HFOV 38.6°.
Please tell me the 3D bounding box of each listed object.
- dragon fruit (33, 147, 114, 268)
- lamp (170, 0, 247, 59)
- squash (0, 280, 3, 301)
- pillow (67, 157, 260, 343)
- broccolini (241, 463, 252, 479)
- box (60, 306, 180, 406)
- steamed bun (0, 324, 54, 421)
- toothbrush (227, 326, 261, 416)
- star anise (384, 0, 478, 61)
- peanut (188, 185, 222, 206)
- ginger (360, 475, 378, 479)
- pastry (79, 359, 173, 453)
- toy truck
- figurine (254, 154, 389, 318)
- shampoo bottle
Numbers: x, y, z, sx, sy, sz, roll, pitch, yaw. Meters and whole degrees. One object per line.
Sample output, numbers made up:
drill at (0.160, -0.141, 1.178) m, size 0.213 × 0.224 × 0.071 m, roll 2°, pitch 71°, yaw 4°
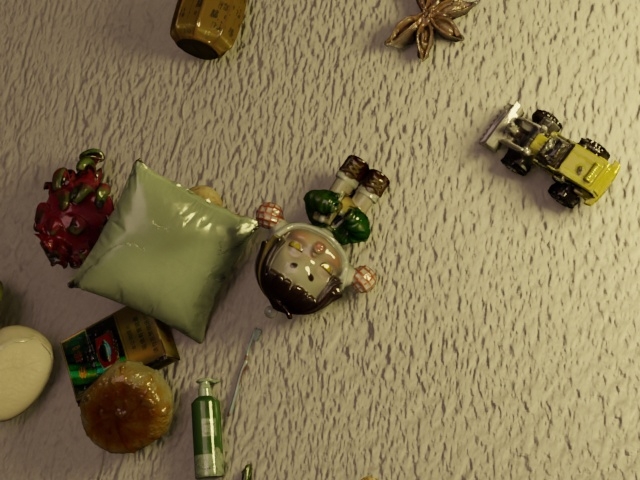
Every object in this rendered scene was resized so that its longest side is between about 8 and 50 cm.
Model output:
dragon fruit at (-0.563, -0.072, 2.096) m, size 0.198 × 0.218 × 0.272 m, roll -12°, pitch 58°, yaw -21°
lamp at (-0.260, -0.527, 2.132) m, size 0.161 × 0.161 × 0.185 m, roll 8°, pitch 75°, yaw 24°
squash at (-0.826, 0.191, 2.126) m, size 0.252 × 0.049 × 0.252 m, roll -36°, pitch 34°, yaw 29°
pillow at (-0.324, 0.026, 1.932) m, size 0.310 × 0.119 × 0.312 m, roll 27°, pitch 94°, yaw -14°
broccolini at (-0.160, 0.549, 1.819) m, size 0.074 × 0.058 × 0.201 m, roll 12°, pitch 63°, yaw 11°
box at (-0.441, 0.244, 2.006) m, size 0.240 × 0.071 × 0.159 m, roll -29°, pitch 68°, yaw 11°
steamed bun at (-0.705, 0.292, 2.045) m, size 0.131 × 0.177 × 0.228 m, roll 30°, pitch 91°, yaw 48°
toothbrush at (-0.161, 0.275, 1.913) m, size 0.019 × 0.013 × 0.193 m, roll 15°, pitch 79°, yaw 17°
star anise at (0.244, -0.472, 1.961) m, size 0.172 × 0.063 × 0.207 m, roll 15°, pitch 76°, yaw 21°
peanut at (-0.331, -0.060, 2.036) m, size 0.237 × 0.110 × 0.120 m, roll -20°, pitch 59°, yaw 14°
ginger at (0.076, 0.514, 1.726) m, size 0.057 × 0.044 × 0.137 m, roll -19°, pitch 57°, yaw 48°
pastry at (-0.407, 0.349, 1.910) m, size 0.193 × 0.093 × 0.182 m, roll -32°, pitch 98°, yaw 12°
toy truck at (0.433, -0.174, 1.758) m, size 0.286 × 0.111 × 0.136 m, roll 37°, pitch 91°, yaw 30°
figurine at (0.000, 0.000, 1.856) m, size 0.281 × 0.167 × 0.370 m, roll 34°, pitch 78°, yaw -2°
shampoo bottle at (-0.231, 0.384, 1.883) m, size 0.065 × 0.065 × 0.204 m, roll -13°, pitch 69°, yaw 18°
